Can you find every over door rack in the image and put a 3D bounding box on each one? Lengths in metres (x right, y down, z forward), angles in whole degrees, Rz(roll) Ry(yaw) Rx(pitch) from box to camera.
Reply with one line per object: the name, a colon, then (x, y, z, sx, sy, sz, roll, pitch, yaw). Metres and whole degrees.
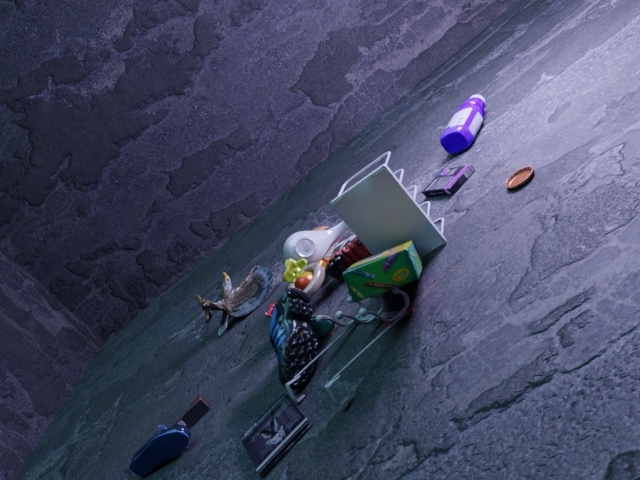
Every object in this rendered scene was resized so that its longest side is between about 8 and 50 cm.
over door rack: (0.052, 0.246, 1.543, 0.324, 0.108, 0.239, -50, 13, -26)

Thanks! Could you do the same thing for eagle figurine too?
eagle figurine: (-0.334, 0.218, 2.505, 0.298, 0.225, 0.226, -17, 53, -19)

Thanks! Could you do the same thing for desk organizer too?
desk organizer: (-0.412, 0.553, 1.977, 0.130, 0.047, 0.050, -44, 13, -7)

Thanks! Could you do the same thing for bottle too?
bottle: (0.521, -0.423, 2.235, 0.118, 0.092, 0.283, -24, 23, 46)

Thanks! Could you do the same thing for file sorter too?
file sorter: (0.199, -0.084, 1.776, 0.193, 0.278, 0.173, -34, 16, 26)

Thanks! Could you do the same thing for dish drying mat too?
dish drying mat: (0.195, 0.190, 1.552, 0.083, 0.008, 0.032, -35, 16, 27)

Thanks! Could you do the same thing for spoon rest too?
spoon rest: (0.000, 0.000, 2.180, 0.276, 0.137, 0.084, -31, -9, -8)

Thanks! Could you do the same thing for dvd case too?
dvd case: (-0.114, 0.469, 1.535, 0.164, 0.018, 0.221, -44, 15, -11)

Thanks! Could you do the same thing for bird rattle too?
bird rattle: (-0.072, 0.153, 2.027, 0.207, 0.143, 0.253, -33, 18, 42)

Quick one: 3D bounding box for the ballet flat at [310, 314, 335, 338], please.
ballet flat: (-0.032, 0.256, 1.820, 0.206, 0.073, 0.067, -27, 7, 32)

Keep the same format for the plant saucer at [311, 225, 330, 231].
plant saucer: (-0.036, 0.025, 2.302, 0.200, 0.037, 0.200, -49, -15, -18)

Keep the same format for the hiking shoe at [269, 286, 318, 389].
hiking shoe: (-0.081, 0.283, 1.727, 0.132, 0.113, 0.304, -45, 32, 39)

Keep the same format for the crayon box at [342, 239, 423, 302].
crayon box: (0.164, 0.072, 1.577, 0.165, 0.081, 0.278, -22, 0, 12)

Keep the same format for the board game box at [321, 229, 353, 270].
board game box: (0.084, 0.027, 2.178, 0.193, 0.045, 0.147, -45, 16, -10)

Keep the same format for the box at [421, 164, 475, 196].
box: (0.408, -0.190, 2.008, 0.116, 0.029, 0.162, -46, 17, -15)

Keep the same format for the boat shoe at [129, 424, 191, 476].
boat shoe: (-0.486, 0.613, 1.890, 0.258, 0.109, 0.089, -33, 15, 23)

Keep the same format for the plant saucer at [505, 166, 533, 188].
plant saucer: (0.533, -0.165, 1.672, 0.083, 0.013, 0.083, -38, 17, 14)

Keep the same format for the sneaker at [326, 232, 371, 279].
sneaker: (0.133, 0.008, 2.012, 0.276, 0.097, 0.135, -38, 18, 18)
